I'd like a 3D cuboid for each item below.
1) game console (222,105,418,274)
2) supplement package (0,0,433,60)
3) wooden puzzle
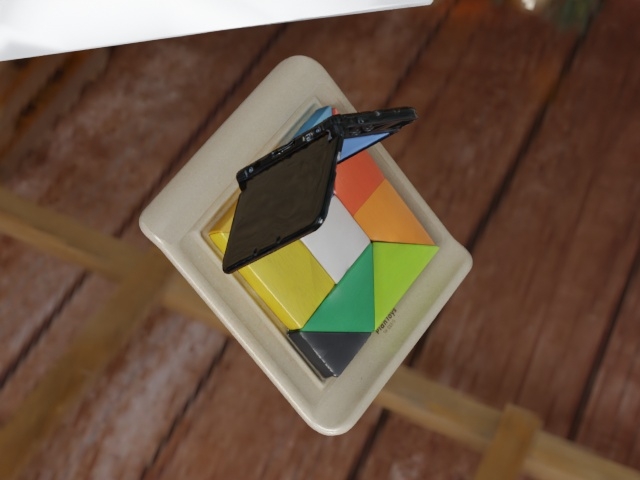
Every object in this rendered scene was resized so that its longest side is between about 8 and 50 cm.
[{"bbox_3d":[-0.001,-0.032,1.063,0.107,0.122,0.071,-10,81,-38],"label":"game console"},{"bbox_3d":[-0.061,-0.232,0.722,0.262,0.198,0.199,-87,169,-59],"label":"supplement package"},{"bbox_3d":[0.000,0.000,1.302,0.221,0.238,0.044,-50,-162,-30],"label":"wooden puzzle"}]
